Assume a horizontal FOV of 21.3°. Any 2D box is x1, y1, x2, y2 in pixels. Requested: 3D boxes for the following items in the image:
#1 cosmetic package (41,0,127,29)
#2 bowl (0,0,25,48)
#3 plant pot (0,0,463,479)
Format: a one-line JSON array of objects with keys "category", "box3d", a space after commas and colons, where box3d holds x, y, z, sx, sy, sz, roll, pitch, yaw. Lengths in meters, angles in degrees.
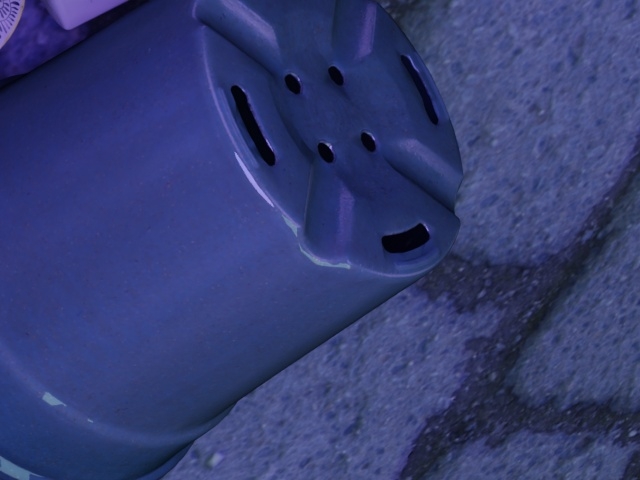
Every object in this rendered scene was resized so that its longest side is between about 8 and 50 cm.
[{"category": "cosmetic package", "box3d": [-0.067, -0.340, 1.186, 0.385, 0.156, 0.217, -29, 143, -16]}, {"category": "bowl", "box3d": [-0.296, -0.192, 1.187, 0.170, 0.080, 0.170, -13, 141, -11]}, {"category": "plant pot", "box3d": [-0.098, -0.023, 1.232, 0.334, 0.341, 0.341, -29, 154, 36]}]
